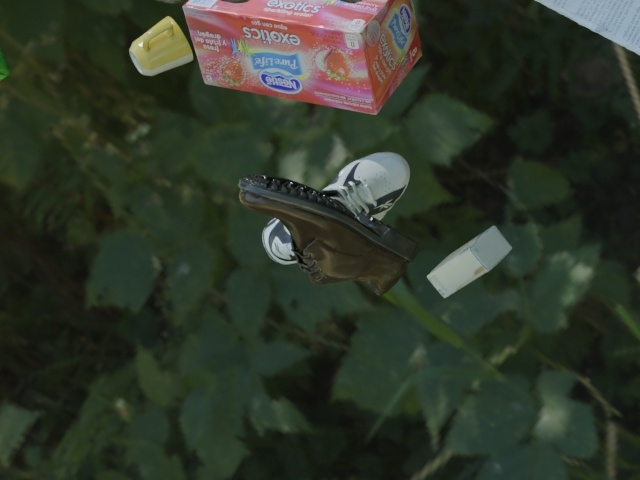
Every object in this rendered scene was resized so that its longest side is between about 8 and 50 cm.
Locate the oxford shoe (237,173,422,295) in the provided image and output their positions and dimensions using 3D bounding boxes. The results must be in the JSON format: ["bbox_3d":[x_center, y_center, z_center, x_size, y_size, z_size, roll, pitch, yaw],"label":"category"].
[{"bbox_3d":[0.000,0.000,1.598,0.096,0.227,0.083,-60,27,6],"label":"oxford shoe"}]

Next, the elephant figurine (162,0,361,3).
[{"bbox_3d":[-0.096,-0.343,1.788,0.169,0.239,0.186,-38,56,45],"label":"elephant figurine"}]

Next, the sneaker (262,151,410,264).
[{"bbox_3d":[0.037,-0.042,2.050,0.235,0.094,0.153,-26,10,-11],"label":"sneaker"}]

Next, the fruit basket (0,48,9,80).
[{"bbox_3d":[-0.525,-0.131,1.624,0.392,0.283,0.392,2,93,57],"label":"fruit basket"}]

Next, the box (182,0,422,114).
[{"bbox_3d":[-0.024,-0.300,2.150,0.300,0.142,0.154,12,47,28],"label":"box"}]

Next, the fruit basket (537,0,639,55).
[{"bbox_3d":[0.338,-0.396,1.684,0.327,0.353,0.165,-62,1,-2],"label":"fruit basket"}]

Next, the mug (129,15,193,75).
[{"bbox_3d":[-0.202,-0.240,1.844,0.064,0.078,0.062,-31,44,-13],"label":"mug"}]

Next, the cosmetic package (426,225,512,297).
[{"bbox_3d":[0.197,0.029,1.990,0.060,0.041,0.115,-40,1,-32],"label":"cosmetic package"}]
